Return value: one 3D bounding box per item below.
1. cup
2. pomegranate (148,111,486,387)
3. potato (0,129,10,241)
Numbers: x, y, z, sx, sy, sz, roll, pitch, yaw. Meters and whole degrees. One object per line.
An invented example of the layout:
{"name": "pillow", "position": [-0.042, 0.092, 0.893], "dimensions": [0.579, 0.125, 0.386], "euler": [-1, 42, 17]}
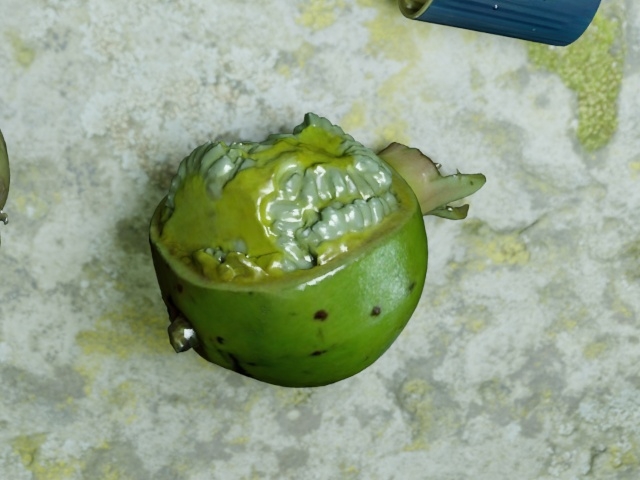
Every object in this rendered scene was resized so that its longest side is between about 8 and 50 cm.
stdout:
{"name": "cup", "position": [0.168, -0.263, 1.132], "dimensions": [0.155, 0.131, 0.177], "euler": [13, 89, -18]}
{"name": "pomegranate", "position": [0.000, 0.000, 1.177], "dimensions": [0.340, 0.260, 0.260], "euler": [-21, 120, -23]}
{"name": "potato", "position": [-0.417, -0.094, 1.106], "dimensions": [0.218, 0.202, 0.351], "euler": [-40, 101, 25]}
